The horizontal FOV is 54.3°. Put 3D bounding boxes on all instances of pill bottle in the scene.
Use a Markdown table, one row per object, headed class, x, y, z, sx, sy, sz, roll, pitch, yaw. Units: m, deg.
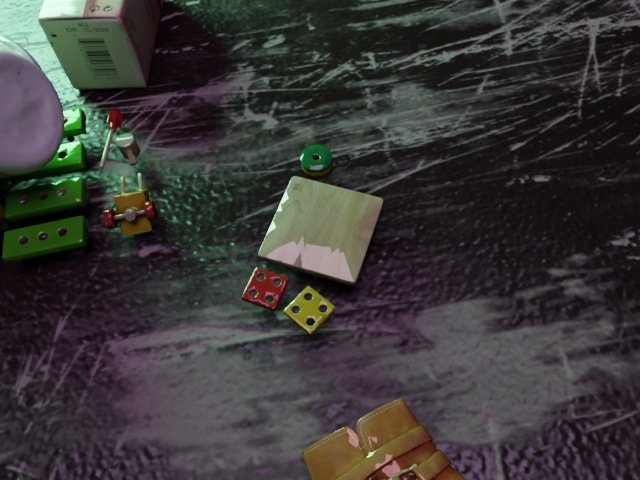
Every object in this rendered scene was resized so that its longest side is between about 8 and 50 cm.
| class | x | y | z | sx | sy | sz | roll | pitch | yaw |
| --- | --- | --- | --- | --- | --- | --- | --- | --- | --- |
| pill bottle | -0.503 | -0.154 | 0.846 | 0.278 | 0.162 | 0.162 | -4 | 57 | 26 |

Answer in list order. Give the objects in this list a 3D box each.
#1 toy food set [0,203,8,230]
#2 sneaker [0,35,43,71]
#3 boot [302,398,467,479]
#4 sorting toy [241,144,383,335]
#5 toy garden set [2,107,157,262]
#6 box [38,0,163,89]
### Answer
| class | x | y | z | sx | sy | sz | roll | pitch | yaw |
| --- | --- | --- | --- | --- | --- | --- | --- | --- | --- |
| toy food set | -0.493 | 0.021 | 0.839 | 0.128 | 0.071 | 0.218 | -6 | 48 | 37 |
| sneaker | -0.596 | -0.286 | 0.991 | 0.305 | 0.114 | 0.152 | 26 | 63 | 17 |
| boot | 0.133 | 0.268 | 0.647 | 0.283 | 0.109 | 0.220 | -24 | 57 | -2 |
| sorting toy | 0.000 | 0.000 | 0.831 | 0.132 | 0.046 | 0.275 | 15 | 61 | 11 |
| toy garden set | -0.342 | -0.087 | 0.903 | 0.203 | 0.049 | 0.244 | -12 | 59 | -2 |
| box | -0.344 | -0.380 | 1.014 | 0.126 | 0.149 | 0.233 | -1 | 60 | 2 |
